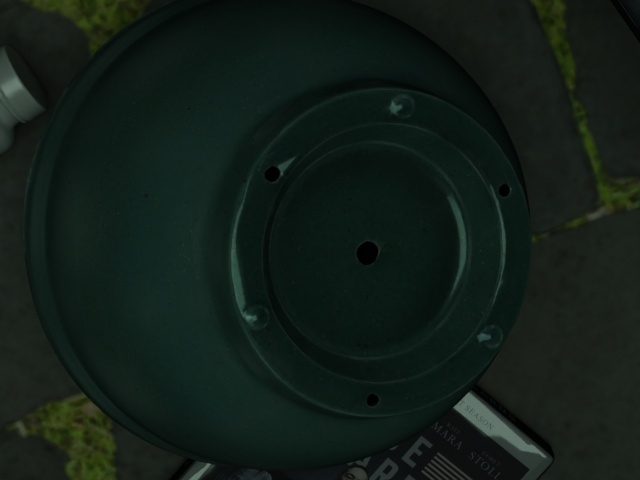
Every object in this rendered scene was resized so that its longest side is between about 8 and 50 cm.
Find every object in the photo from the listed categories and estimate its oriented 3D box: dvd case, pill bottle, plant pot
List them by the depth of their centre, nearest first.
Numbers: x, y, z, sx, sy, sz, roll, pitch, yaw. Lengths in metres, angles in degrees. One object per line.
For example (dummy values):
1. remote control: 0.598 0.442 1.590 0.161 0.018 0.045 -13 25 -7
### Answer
1. plant pot: 0.000 0.000 1.103 0.293 0.196 0.293 -2 96 -22
2. pill bottle: -0.227 -0.070 1.203 0.116 0.065 0.065 -32 101 7
3. dvd case: 0.007 0.170 1.277 0.179 0.029 0.238 39 100 -9

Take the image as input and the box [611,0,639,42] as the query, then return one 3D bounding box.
1. box: 0.332 -0.219 1.046 0.395 0.212 0.293 -36 84 12
